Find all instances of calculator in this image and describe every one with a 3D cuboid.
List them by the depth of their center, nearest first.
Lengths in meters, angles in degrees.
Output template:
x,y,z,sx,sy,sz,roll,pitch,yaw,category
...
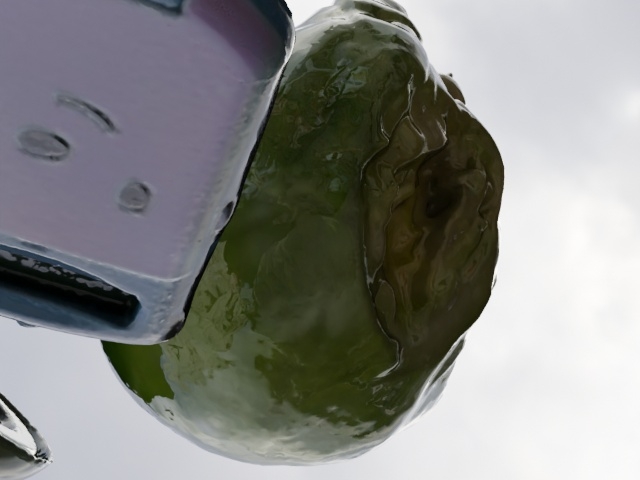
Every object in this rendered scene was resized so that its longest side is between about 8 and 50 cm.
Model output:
x,y,z,sx,sy,sz,roll,pitch,yaw,category
-0.120,-0.047,0.762,0.173,0.293,0.051,16,-132,-9,calculator

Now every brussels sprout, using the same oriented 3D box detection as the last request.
x,y,z,sx,sy,sz,roll,pitch,yaw,category
0.000,0.000,1.084,0.268,0.344,0.344,45,-136,-4,brussels sprout

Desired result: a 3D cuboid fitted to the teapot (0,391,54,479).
x,y,z,sx,sy,sz,roll,pitch,yaw,category
-0.388,0.211,1.161,0.337,0.200,0.270,-48,-18,-4,teapot
